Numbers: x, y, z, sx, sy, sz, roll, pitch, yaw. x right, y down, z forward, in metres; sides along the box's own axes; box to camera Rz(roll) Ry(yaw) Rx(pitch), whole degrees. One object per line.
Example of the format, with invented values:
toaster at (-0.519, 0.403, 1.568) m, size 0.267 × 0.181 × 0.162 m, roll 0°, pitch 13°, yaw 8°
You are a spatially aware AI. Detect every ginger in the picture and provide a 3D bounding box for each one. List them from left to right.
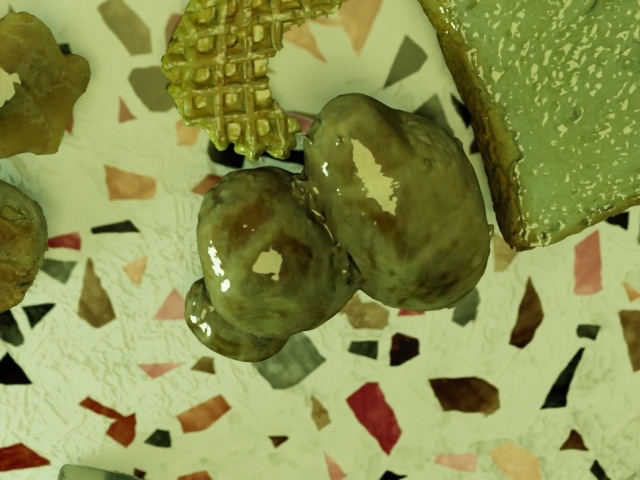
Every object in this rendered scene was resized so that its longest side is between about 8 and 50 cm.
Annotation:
ginger at (-0.337, -0.105, 0.803) m, size 0.294 × 0.086 × 0.131 m, roll -16°, pitch 137°, yaw -12°
ginger at (0.000, 0.000, 0.861) m, size 0.304 × 0.155 × 0.244 m, roll -21°, pitch 142°, yaw 7°

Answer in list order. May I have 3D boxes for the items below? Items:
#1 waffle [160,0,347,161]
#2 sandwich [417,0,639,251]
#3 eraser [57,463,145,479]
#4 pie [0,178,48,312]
waffle at (-0.056, -0.171, 0.851) m, size 0.149 × 0.051 × 0.194 m, roll 26°, pitch 100°, yaw -23°
sandwich at (0.241, -0.155, 0.863) m, size 0.249 × 0.095 × 0.273 m, roll -23°, pitch 110°, yaw 0°
eraser at (-0.277, 0.438, 1.029) m, size 0.098 × 0.096 × 0.404 m, roll 14°, pitch 109°, yaw -12°
pie at (-0.341, 0.013, 0.859) m, size 0.195 × 0.046 × 0.195 m, roll -12°, pitch 140°, yaw -10°
